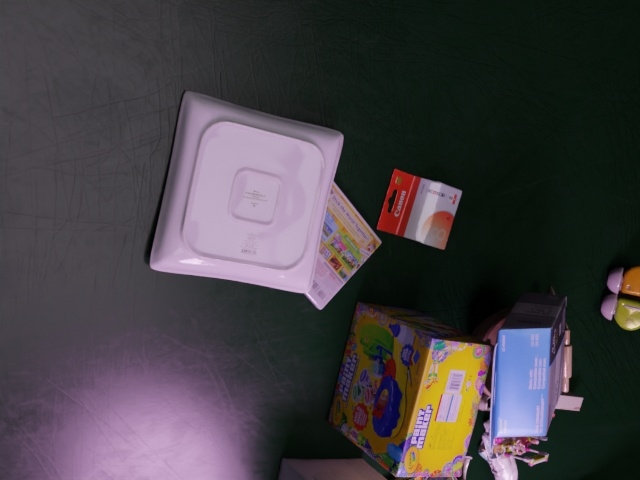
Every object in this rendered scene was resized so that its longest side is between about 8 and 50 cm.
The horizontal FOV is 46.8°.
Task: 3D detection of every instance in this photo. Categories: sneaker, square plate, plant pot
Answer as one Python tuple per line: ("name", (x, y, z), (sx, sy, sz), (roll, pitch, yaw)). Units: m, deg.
("sneaker", (0.463, 0.405, 1.889), (0.185, 0.084, 0.070), (-4, 103, -28))
("square plate", (-0.130, -0.083, 1.445), (0.347, 0.049, 0.344), (11, 92, -26))
("sneaker", (0.456, 0.563, 1.933), (0.094, 0.080, 0.212), (-5, 94, -24))
("plant pot", (0.448, 0.269, 1.836), (0.237, 0.109, 0.237), (-6, 103, -28))
("sneaker", (0.317, 0.597, 1.849), (0.064, 0.086, 0.192), (24, 89, -31))

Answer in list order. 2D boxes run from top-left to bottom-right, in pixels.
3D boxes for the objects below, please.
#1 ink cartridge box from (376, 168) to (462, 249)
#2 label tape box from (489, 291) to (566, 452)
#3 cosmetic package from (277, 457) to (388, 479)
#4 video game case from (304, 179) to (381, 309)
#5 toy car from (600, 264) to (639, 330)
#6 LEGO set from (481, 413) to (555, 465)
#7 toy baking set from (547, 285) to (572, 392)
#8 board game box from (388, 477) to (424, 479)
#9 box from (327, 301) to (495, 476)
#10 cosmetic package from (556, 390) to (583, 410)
("ink cartridge box", (0.226, -0.070, 1.673), (0.179, 0.045, 0.145), (15, 93, -34))
("label tape box", (0.457, 0.281, 1.615), (0.347, 0.115, 0.249), (-30, 122, -63))
("cosmetic package", (0.046, 0.583, 1.611), (0.224, 0.224, 0.138), (9, 96, -30))
("video game case", (0.000, 0.000, 1.571), (0.206, 0.026, 0.227), (-47, 118, -12))
("toy car", (0.872, 0.156, 2.049), (0.136, 0.159, 0.182), (-4, 106, -66))
("LEGO set", (0.533, 0.481, 1.864), (0.287, 0.107, 0.132), (-28, 108, -35))
("toy baking set", (0.587, 0.256, 1.872), (0.030, 0.197, 0.256), (-5, 107, -4))
("board game box", (0.214, 0.698, 1.832), (0.136, 0.030, 0.260), (-20, 111, -13))
("box", (0.187, 0.314, 1.599), (0.177, 0.279, 0.290), (11, 95, -31))
("cosmetic package", (0.653, 0.432, 2.019), (0.115, 0.060, 0.041), (13, 96, -30))
